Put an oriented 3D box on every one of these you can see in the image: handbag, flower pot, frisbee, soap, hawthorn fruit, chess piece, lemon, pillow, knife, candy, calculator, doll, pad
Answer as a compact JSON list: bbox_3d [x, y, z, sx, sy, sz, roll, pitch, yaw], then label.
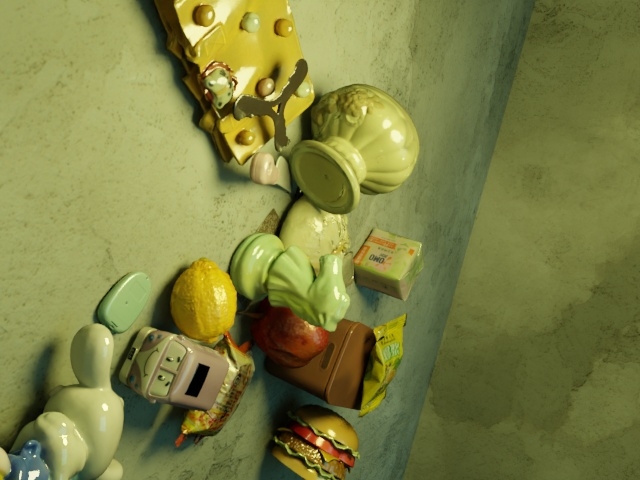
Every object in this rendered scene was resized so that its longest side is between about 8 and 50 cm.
[{"bbox_3d":[-0.156,-0.369,1.193,0.283,0.133,0.401,-48,146,-25],"label":"handbag"},{"bbox_3d":[0.073,-0.221,1.498,0.244,0.307,0.307,-47,142,-31],"label":"flower pot"},{"bbox_3d":[-0.095,-0.263,1.240,0.211,0.012,0.187,-37,143,-30],"label":"frisbee"},{"bbox_3d":[0.235,0.081,2.052,0.182,0.199,0.138,-56,150,-28],"label":"soap"},{"bbox_3d":[-0.104,0.214,1.548,0.243,0.207,0.207,22,83,-22],"label":"hawthorn fruit"},{"bbox_3d":[-0.056,0.095,1.423,0.176,0.298,0.175,-37,136,-45],"label":"chess piece"},{"bbox_3d":[-0.249,0.128,1.266,0.142,0.142,0.187,3,82,-61],"label":"lemon"},{"bbox_3d":[0.051,0.128,1.914,0.233,0.038,0.130,-41,135,-46],"label":"pillow"},{"bbox_3d":[-0.106,-0.162,1.410,0.336,0.043,0.081,-5,106,-82],"label":"knife"},{"bbox_3d":[0.185,0.372,1.755,0.187,0.081,0.297,-16,118,-56],"label":"candy"},{"bbox_3d":[-0.383,0.127,1.152,0.153,0.021,0.095,-61,149,-29],"label":"calculator"},{"bbox_3d":[-0.468,0.374,0.998,0.365,0.187,0.376,-48,132,-57],"label":"doll"},{"bbox_3d":[-0.158,0.047,1.532,0.235,0.003,0.158,-57,148,-27],"label":"pad"}]

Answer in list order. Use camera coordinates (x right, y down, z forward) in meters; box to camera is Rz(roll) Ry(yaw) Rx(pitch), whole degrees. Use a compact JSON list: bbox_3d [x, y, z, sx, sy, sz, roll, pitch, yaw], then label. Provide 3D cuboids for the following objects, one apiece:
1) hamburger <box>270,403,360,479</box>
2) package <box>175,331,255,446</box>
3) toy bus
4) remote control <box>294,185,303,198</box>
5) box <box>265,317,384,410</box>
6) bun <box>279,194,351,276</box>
[{"bbox_3d":[-0.004,0.629,1.842,0.212,0.274,0.274,-57,148,-15],"label":"hamburger"},{"bbox_3d":[-0.240,0.359,1.423,0.223,0.108,0.288,63,46,-70],"label":"package"},{"bbox_3d":[-0.302,0.272,1.246,0.142,0.142,0.202,-66,151,-12],"label":"toy bus"},{"bbox_3d":[-0.045,-0.157,1.612,0.034,0.016,0.091,17,90,-58],"label":"remote control"},{"bbox_3d":[0.024,0.349,1.782,0.339,0.229,0.239,39,70,-60],"label":"box"},{"bbox_3d":[0.000,0.000,1.636,0.287,0.146,0.287,-38,136,-49],"label":"bun"}]
